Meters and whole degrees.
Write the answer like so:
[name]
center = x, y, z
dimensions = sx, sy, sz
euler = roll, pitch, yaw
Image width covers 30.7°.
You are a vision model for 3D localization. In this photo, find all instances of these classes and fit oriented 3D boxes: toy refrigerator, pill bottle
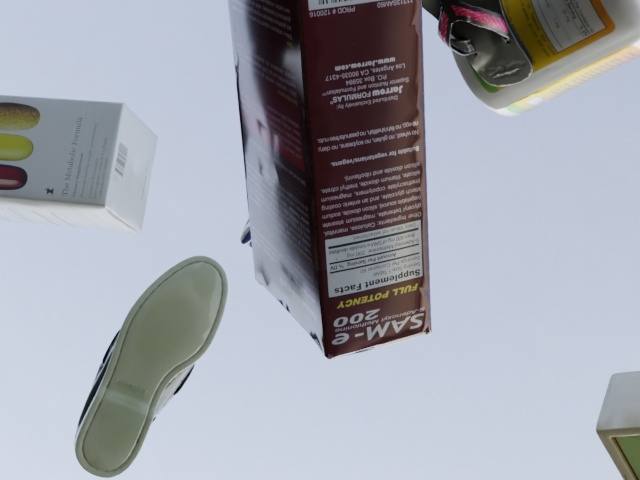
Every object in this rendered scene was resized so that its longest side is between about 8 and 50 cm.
[toy refrigerator]
center = 0.403, 0.266, 1.262
dimensions = 0.102, 0.094, 0.270
euler = -11, -57, 37
[pill bottle]
center = 0.256, -0.228, 1.124
dimensions = 0.245, 0.136, 0.136
euler = -25, -83, 37

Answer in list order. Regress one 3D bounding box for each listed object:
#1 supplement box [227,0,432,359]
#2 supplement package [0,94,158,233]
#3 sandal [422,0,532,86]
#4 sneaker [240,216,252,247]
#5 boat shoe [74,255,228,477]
[supplement box]
center = 0.003, -0.069, 0.667
dimensions = 0.130, 0.073, 0.240
euler = -137, -140, -60
[supplement package]
center = -0.351, -0.098, 1.477
dimensions = 0.244, 0.134, 0.139
euler = 4, -104, 12
[sandal]
center = 0.138, -0.187, 1.034
dimensions = 0.067, 0.040, 0.179
euler = -15, -40, 32
[sneaker]
center = 0.000, 0.000, 1.525
dimensions = 0.112, 0.131, 0.296
euler = 31, -4, -32
[boat shoe]
center = -0.247, 0.174, 1.669
dimensions = 0.127, 0.340, 0.113
euler = 26, -10, -15
